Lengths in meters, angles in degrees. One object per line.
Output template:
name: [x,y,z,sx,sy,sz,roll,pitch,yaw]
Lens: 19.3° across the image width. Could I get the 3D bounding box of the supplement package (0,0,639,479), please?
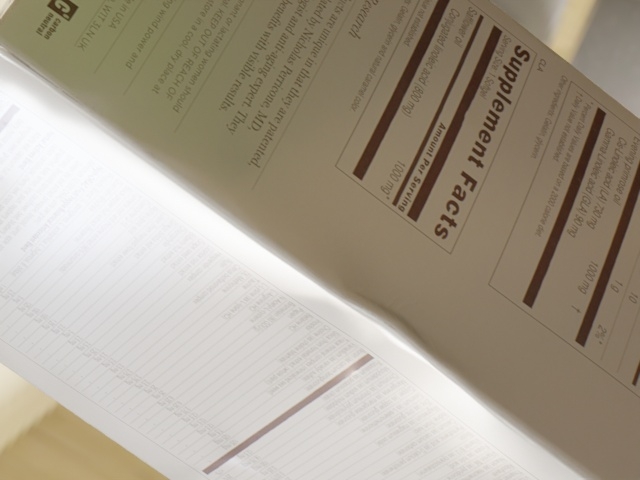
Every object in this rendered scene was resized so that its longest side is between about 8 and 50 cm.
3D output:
supplement package: [0.000,0.000,0.594,0.139,0.244,0.134,-38,20,49]
